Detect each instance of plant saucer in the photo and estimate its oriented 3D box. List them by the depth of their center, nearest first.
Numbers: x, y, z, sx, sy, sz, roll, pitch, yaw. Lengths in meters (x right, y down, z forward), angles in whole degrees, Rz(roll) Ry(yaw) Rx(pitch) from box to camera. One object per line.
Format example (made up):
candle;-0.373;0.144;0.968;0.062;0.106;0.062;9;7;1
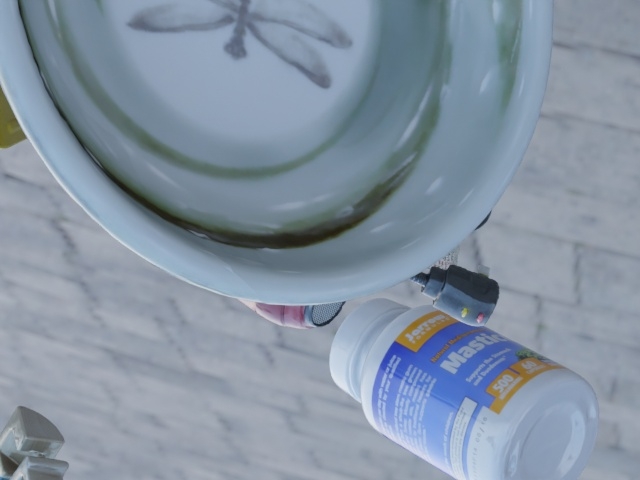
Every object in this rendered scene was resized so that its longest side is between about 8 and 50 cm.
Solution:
plant saucer;-0.038;-0.158;1.107;0.400;0.400;0.100;27;162;-28

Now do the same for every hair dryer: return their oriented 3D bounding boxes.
hair dryer;0.000;0.000;1.471;0.294;0.223;0.080;10;117;-5

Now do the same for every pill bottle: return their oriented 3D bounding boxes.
pill bottle;0.137;0.155;1.822;0.272;0.152;0.152;27;173;43

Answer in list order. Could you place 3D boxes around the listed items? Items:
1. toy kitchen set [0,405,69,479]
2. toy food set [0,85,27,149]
toy kitchen set;-0.306;0.252;1.541;0.166;0.207;0.122;13;126;-33
toy food set;-0.302;-0.143;1.570;0.071;0.128;0.218;-13;-171;15
